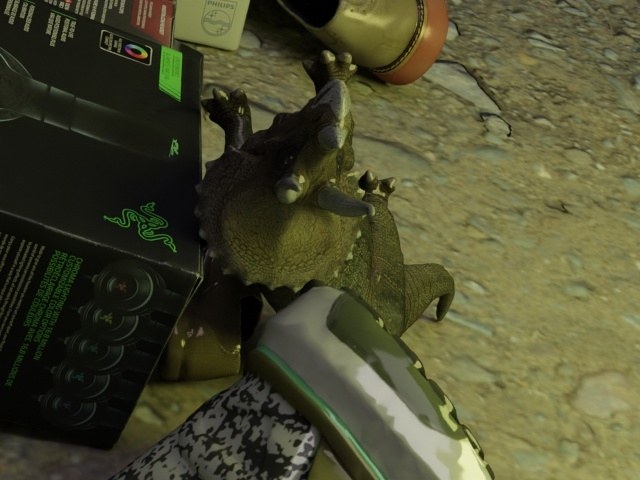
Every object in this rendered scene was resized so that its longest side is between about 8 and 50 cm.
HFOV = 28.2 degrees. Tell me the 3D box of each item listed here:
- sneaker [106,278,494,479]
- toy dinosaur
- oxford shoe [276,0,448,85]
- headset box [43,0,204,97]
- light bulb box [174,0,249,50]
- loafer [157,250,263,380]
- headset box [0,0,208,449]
[{"bbox_3d":[0.037,0.209,0.535,0.182,0.158,0.410,-31,52,-12],"label":"sneaker"},{"bbox_3d":[0.000,0.000,0.739,0.121,0.313,0.160,-8,56,12],"label":"toy dinosaur"},{"bbox_3d":[-0.008,-0.283,1.196,0.130,0.123,0.348,16,26,-40],"label":"oxford shoe"},{"bbox_3d":[-0.227,-0.159,0.934,0.293,0.110,0.218,11,32,-12],"label":"headset box"},{"bbox_3d":[-0.148,-0.424,1.143,0.225,0.361,0.358,9,33,-14],"label":"light bulb box"},{"bbox_3d":[-0.059,0.036,0.782,0.050,0.056,0.148,19,42,-1],"label":"loafer"},{"bbox_3d":[-0.201,-0.038,0.716,0.283,0.131,0.246,20,30,-17],"label":"headset box"}]
